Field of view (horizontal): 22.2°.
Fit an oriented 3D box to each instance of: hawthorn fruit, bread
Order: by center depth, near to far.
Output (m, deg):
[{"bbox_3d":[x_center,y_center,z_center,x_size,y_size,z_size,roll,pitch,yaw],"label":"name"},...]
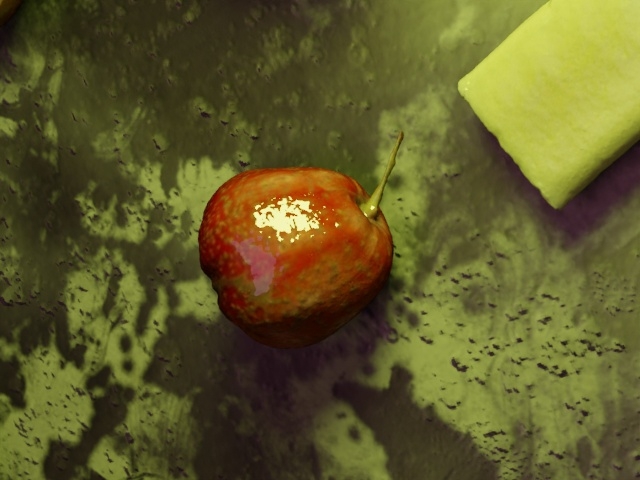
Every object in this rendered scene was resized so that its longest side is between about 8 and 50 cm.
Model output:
[{"bbox_3d":[0.214,-0.131,1.296,0.178,0.060,0.139,-42,79,28],"label":"bread"},{"bbox_3d":[0.000,0.000,1.405,0.204,0.162,0.162,-22,88,13],"label":"hawthorn fruit"}]

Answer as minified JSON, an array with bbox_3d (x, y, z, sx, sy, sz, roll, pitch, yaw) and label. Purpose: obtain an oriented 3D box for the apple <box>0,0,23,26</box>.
[{"bbox_3d":[-0.354,-0.285,1.527,0.207,0.174,0.188,34,134,17],"label":"apple"}]
